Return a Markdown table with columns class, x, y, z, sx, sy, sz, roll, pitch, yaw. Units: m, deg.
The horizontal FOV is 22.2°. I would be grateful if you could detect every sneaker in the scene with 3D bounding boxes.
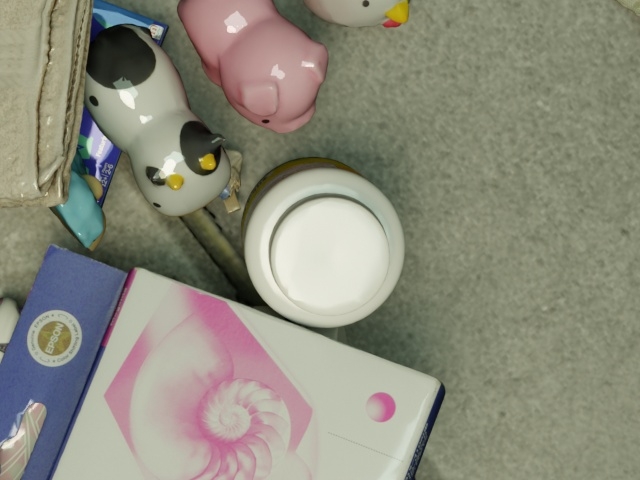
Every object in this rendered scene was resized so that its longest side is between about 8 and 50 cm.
| class | x | y | z | sx | sy | sz | roll | pitch | yaw |
| --- | --- | --- | --- | --- | --- | --- | --- | --- | --- |
| sneaker | -0.233 | 0.168 | 1.294 | 0.104 | 0.095 | 0.236 | 12 | 94 | -13 |

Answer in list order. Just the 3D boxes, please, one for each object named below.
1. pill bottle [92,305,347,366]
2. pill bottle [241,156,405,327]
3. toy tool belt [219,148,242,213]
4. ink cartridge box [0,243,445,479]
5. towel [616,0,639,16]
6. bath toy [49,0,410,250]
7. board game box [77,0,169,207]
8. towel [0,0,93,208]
| class | x | y | z | sx | sy | sz | roll | pitch | yaw |
| --- | --- | --- | --- | --- | --- | --- | --- | --- | --- |
| pill bottle | -0.074 | 0.107 | 1.268 | 0.187 | 0.112 | 0.112 | -4 | 96 | 8 |
| pill bottle | 0.000 | 0.000 | 1.225 | 0.117 | 0.215 | 0.117 | 0 | 97 | -4 |
| toy tool belt | -0.103 | -0.049 | 1.296 | 0.083 | 0.052 | 0.051 | 4 | 87 | -3 |
| ink cartridge box | -0.119 | 0.195 | 1.163 | 0.330 | 0.071 | 0.324 | 19 | 81 | 11 |
| towel | 0.424 | -0.258 | 1.306 | 0.324 | 0.056 | 0.312 | 28 | 94 | -5 |
| bath toy | -0.062 | -0.132 | 1.220 | 0.348 | 0.129 | 0.151 | -36 | 110 | -9 |
| board game box | -0.245 | -0.132 | 1.279 | 0.210 | 0.047 | 0.160 | 20 | 94 | -5 |
| towel | -0.294 | -0.108 | 1.179 | 0.282 | 0.049 | 0.187 | -4 | 73 | 25 |
